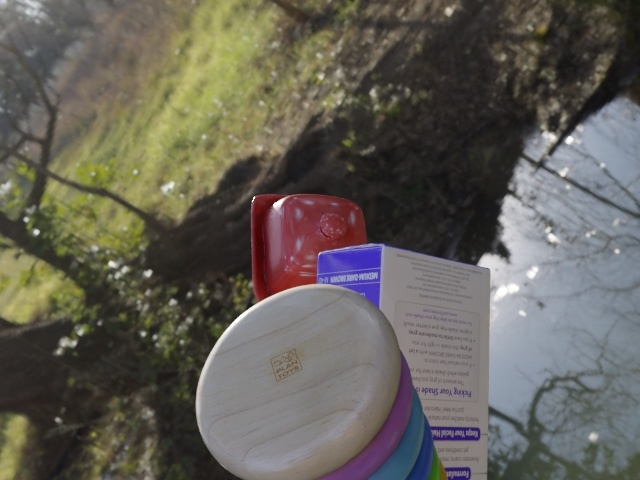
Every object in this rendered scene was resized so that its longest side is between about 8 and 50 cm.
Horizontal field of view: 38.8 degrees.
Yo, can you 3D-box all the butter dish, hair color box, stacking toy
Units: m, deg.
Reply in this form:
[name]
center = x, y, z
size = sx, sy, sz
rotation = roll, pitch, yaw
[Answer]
[butter dish]
center = 0.000, 0.000, 1.150
size = 0.118, 0.160, 0.160
rotation = 128, 143, -61
[hair color box]
center = 0.086, 0.186, 0.972
size = 0.110, 0.185, 0.338
rotation = -10, 74, 46
[stacking toy]
center = 0.045, 0.177, 0.680
size = 0.141, 0.330, 0.141
rotation = -17, 46, 18
